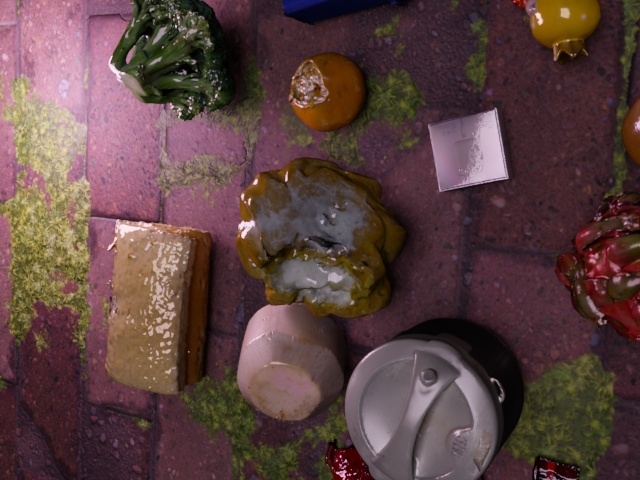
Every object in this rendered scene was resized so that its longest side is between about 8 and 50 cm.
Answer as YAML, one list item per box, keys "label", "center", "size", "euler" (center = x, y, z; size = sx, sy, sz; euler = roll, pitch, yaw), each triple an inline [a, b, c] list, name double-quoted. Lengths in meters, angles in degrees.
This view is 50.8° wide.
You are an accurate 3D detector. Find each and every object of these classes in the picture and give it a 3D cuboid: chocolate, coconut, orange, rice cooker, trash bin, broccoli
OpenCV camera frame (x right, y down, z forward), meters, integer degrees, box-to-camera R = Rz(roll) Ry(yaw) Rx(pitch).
- label: "chocolate"
  center: [0.421, 0.489, 1.234]
  size: [0.086, 0.028, 0.182]
  euler: [11, 98, 24]
- label: "coconut"
  center: [-0.057, 0.241, 1.366]
  size: [0.241, 0.241, 0.241]
  euler: [3, 96, 27]
- label: "orange"
  center: [0.012, -0.291, 1.318]
  size: [0.154, 0.134, 0.155]
  euler: [2, 95, 20]
- label: "rice cooker"
  center: [0.201, 0.287, 1.191]
  size: [0.288, 0.277, 0.288]
  euler: [4, 98, 29]
- label: "trash bin"
  center: [0.038, -0.505, 1.264]
  size: [0.234, 0.184, 0.162]
  euler: [-8, 90, 33]
- label: "broccoli"
  center: [-0.307, -0.394, 1.413]
  size: [0.245, 0.294, 0.265]
  euler: [-47, 34, -13]

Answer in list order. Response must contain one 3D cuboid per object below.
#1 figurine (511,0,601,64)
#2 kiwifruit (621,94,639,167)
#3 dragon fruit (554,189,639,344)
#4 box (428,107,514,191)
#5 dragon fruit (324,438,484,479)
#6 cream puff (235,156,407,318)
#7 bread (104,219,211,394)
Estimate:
- label: "figurine"
  center: [0.376, -0.413, 1.130]
  size: [0.185, 0.127, 0.234]
  euler: [5, 111, 39]
- label: "kiwifruit"
  center: [0.578, -0.156, 1.000]
  size: [0.234, 0.196, 0.196]
  euler: [33, 109, 17]
- label: "dragon fruit"
  center: [0.511, 0.048, 1.026]
  size: [0.302, 0.237, 0.231]
  euler: [16, 92, 51]
- label: "box"
  center: [0.275, -0.164, 1.237]
  size: [0.130, 0.051, 0.129]
  euler: [-10, 91, 29]
- label: "dragon fruit"
  center: [0.161, 0.550, 1.342]
  size: [0.343, 0.100, 0.282]
  euler: [-10, 94, 29]
- label: "cream puff"
  center: [-0.006, -0.007, 1.303]
  size: [0.323, 0.270, 0.274]
  euler: [14, 66, -4]
- label: "bread"
  center: [-0.381, 0.144, 1.546]
  size: [0.236, 0.165, 0.375]
  euler: [10, 99, 22]
